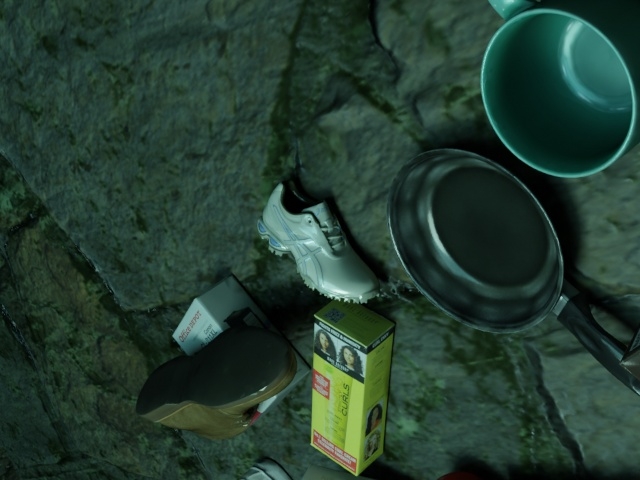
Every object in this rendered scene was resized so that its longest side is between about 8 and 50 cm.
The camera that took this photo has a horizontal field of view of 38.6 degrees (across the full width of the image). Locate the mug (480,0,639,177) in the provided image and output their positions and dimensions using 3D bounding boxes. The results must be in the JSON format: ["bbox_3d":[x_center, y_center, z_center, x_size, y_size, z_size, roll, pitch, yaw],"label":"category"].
[{"bbox_3d":[0.199,-0.137,0.687,0.129,0.097,0.157,16,127,41],"label":"mug"}]

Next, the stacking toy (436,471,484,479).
[{"bbox_3d":[0.233,0.313,0.964,0.330,0.141,0.141,2,118,53],"label":"stacking toy"}]

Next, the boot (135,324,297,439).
[{"bbox_3d":[-0.112,0.193,1.182,0.115,0.112,0.305,37,143,-25],"label":"boot"}]

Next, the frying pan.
[{"bbox_3d":[0.198,0.017,0.840,0.326,0.053,0.197,21,130,35],"label":"frying pan"}]

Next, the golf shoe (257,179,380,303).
[{"bbox_3d":[0.000,0.000,1.038,0.176,0.069,0.086,37,133,23],"label":"golf shoe"}]

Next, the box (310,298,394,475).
[{"bbox_3d":[0.037,0.182,1.134,0.087,0.058,0.232,29,136,30],"label":"box"}]

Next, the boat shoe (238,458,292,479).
[{"bbox_3d":[-0.033,0.461,1.392,0.267,0.088,0.096,52,143,7],"label":"boat shoe"}]

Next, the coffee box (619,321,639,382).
[{"bbox_3d":[0.364,0.037,0.594,0.168,0.119,0.297,39,141,4],"label":"coffee box"}]

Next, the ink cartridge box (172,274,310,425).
[{"bbox_3d":[-0.114,0.155,1.270,0.175,0.072,0.127,49,143,10],"label":"ink cartridge box"}]

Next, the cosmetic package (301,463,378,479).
[{"bbox_3d":[0.058,0.498,1.225,0.197,0.155,0.365,10,124,21],"label":"cosmetic package"}]
